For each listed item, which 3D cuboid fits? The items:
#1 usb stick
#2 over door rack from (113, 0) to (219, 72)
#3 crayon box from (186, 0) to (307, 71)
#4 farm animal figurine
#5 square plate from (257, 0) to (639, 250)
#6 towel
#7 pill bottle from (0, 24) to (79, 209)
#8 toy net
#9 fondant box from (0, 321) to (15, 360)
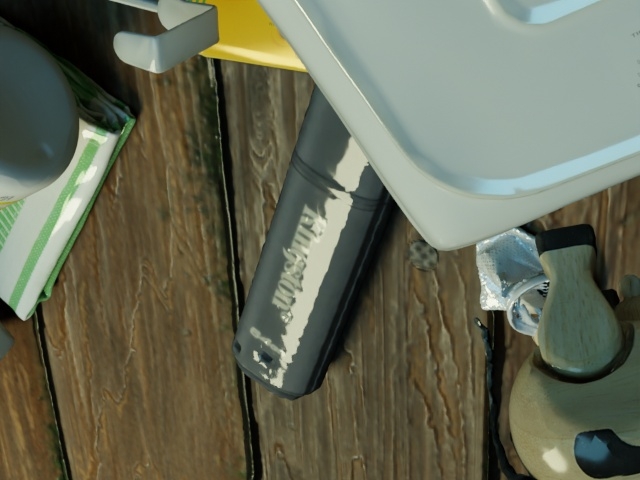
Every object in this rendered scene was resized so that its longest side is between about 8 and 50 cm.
[{"bbox_3d":[0.000,0.000,0.861,0.077,0.045,0.278,28,130,10],"label":"usb stick"},{"bbox_3d":[-0.162,-0.258,0.726,0.324,0.108,0.240,28,132,38],"label":"over door rack"},{"bbox_3d":[0.058,-0.172,0.691,0.278,0.081,0.165,12,124,23],"label":"crayon box"},{"bbox_3d":[0.223,0.057,0.589,0.326,0.172,0.330,-20,139,31],"label":"farm animal figurine"},{"bbox_3d":[0.110,-0.156,0.549,0.347,0.049,0.344,-22,121,29],"label":"square plate"},{"bbox_3d":[-0.311,-0.106,0.976,0.325,0.038,0.248,37,132,3],"label":"towel"},{"bbox_3d":[-0.274,-0.061,0.881,0.215,0.117,0.117,-21,108,39],"label":"pill bottle"},{"bbox_3d":[0.179,0.085,0.814,0.122,0.045,0.232,-25,105,39],"label":"toy net"},{"bbox_3d":[-0.445,0.151,1.070,0.330,0.238,0.096,-10,125,38],"label":"fondant box"}]
